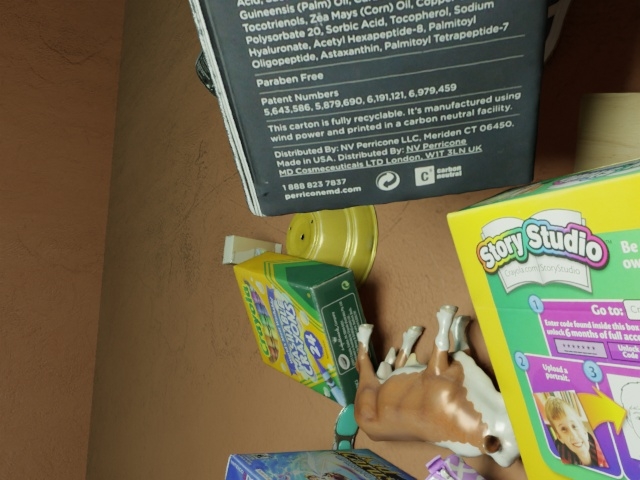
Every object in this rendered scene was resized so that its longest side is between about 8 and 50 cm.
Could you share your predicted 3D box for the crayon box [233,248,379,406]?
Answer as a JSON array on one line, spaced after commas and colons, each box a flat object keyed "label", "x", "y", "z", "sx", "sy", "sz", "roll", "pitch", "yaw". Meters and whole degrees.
[{"label": "crayon box", "x": -0.043, "y": 0.135, "z": 1.077, "sx": 0.323, "sy": 0.083, "sz": 0.203, "roll": 10, "pitch": 119, "yaw": 58}]

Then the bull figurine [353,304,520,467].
[{"label": "bull figurine", "x": 0.149, "y": 0.194, "z": 0.831, "sx": 0.310, "sy": 0.101, "sz": 0.188, "roll": -20, "pitch": 61, "yaw": 51}]

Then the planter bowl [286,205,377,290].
[{"label": "planter bowl", "x": 0.000, "y": 0.000, "z": 1.119, "sx": 0.217, "sy": 0.090, "sz": 0.217, "roll": -21, "pitch": 65, "yaw": 54}]

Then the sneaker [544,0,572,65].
[{"label": "sneaker", "x": 0.245, "y": -0.326, "z": 0.776, "sx": 0.282, "sy": 0.153, "sz": 0.099, "roll": -63, "pitch": 36, "yaw": 24}]

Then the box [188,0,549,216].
[{"label": "box", "x": 0.034, "y": -0.362, "z": 0.635, "sx": 0.480, "sy": 0.297, "sz": 0.471, "roll": -90, "pitch": -11, "yaw": -47}]

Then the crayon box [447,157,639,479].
[{"label": "crayon box", "x": 0.282, "y": 0.090, "z": 0.488, "sx": 0.363, "sy": 0.106, "sz": 0.313, "roll": -11, "pitch": 96, "yaw": 66}]

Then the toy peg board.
[{"label": "toy peg board", "x": 0.350, "y": -0.067, "z": 0.635, "sx": 0.161, "sy": 0.079, "sz": 0.160, "roll": 21, "pitch": 114, "yaw": 57}]

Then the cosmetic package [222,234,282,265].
[{"label": "cosmetic package", "x": -0.141, "y": 0.028, "z": 1.301, "sx": 0.041, "sy": 0.115, "sz": 0.060, "roll": -9, "pitch": 75, "yaw": 56}]

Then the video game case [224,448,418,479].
[{"label": "video game case", "x": 0.041, "y": 0.348, "z": 0.817, "sx": 0.269, "sy": 0.244, "sz": 0.061, "roll": 10, "pitch": 88, "yaw": 57}]

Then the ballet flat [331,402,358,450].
[{"label": "ballet flat", "x": 0.037, "y": 0.317, "z": 1.024, "sx": 0.041, "sy": 0.041, "sz": 0.114, "roll": 6, "pitch": 85, "yaw": 57}]

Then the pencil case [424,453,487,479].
[{"label": "pencil case", "x": 0.196, "y": 0.321, "z": 0.685, "sx": 0.206, "sy": 0.086, "sz": 0.088, "roll": 35, "pitch": 143, "yaw": 32}]

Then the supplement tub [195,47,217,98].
[{"label": "supplement tub", "x": -0.122, "y": -0.449, "z": 1.335, "sx": 0.316, "sy": 0.194, "sz": 0.193, "roll": -49, "pitch": 44, "yaw": 37}]
